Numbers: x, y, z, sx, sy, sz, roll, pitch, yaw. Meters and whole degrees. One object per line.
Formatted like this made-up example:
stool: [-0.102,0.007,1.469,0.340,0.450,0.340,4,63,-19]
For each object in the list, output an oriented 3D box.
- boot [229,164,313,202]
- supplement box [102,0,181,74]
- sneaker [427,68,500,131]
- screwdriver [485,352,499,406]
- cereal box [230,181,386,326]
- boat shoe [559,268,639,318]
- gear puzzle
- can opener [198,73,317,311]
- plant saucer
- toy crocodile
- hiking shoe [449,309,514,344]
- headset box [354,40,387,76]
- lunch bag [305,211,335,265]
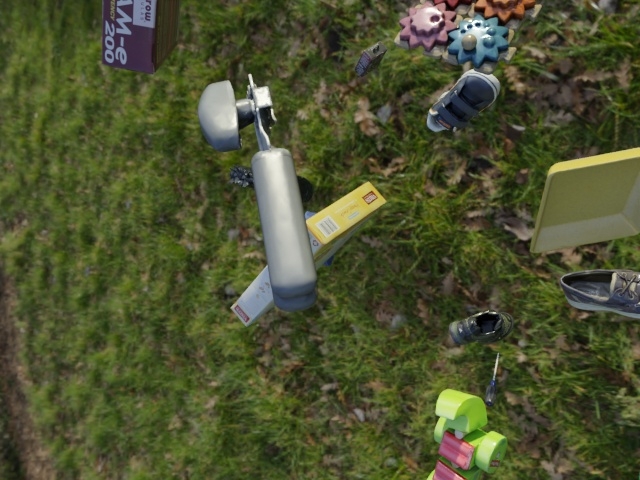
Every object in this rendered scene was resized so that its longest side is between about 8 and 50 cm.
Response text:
boot: [-0.085,-0.096,0.948,0.099,0.121,0.045,18,97,47]
supplement box: [-0.254,-0.336,0.831,0.239,0.073,0.130,-102,21,-62]
sneaker: [0.430,-0.411,1.744,0.127,0.126,0.321,-53,5,-10]
screwdriver: [0.392,0.309,1.289,0.024,0.025,0.170,-49,8,38]
cereal box: [-0.021,0.023,0.861,0.047,0.173,0.240,49,131,5]
boat shoe: [0.704,0.117,1.333,0.285,0.092,0.102,0,62,50]
gear puzzle: [0.257,-0.403,0.834,0.175,0.044,0.339,27,78,23]
can opener: [-0.073,-0.058,0.614,0.076,0.095,0.283,91,169,-62]
plant saucer: [0.743,-0.120,1.544,0.332,0.333,0.081,79,-178,-50]
toy crocodile: [0.240,0.415,0.998,0.115,0.105,0.340,21,116,41]
hiking shoe: [0.455,0.230,1.509,0.114,0.227,0.086,-35,66,52]
headset box: [0.130,-0.464,1.447,0.032,0.062,0.083,48,155,7]
lunch bag: [0.000,0.000,1.036,0.065,0.067,0.098,6,64,23]
